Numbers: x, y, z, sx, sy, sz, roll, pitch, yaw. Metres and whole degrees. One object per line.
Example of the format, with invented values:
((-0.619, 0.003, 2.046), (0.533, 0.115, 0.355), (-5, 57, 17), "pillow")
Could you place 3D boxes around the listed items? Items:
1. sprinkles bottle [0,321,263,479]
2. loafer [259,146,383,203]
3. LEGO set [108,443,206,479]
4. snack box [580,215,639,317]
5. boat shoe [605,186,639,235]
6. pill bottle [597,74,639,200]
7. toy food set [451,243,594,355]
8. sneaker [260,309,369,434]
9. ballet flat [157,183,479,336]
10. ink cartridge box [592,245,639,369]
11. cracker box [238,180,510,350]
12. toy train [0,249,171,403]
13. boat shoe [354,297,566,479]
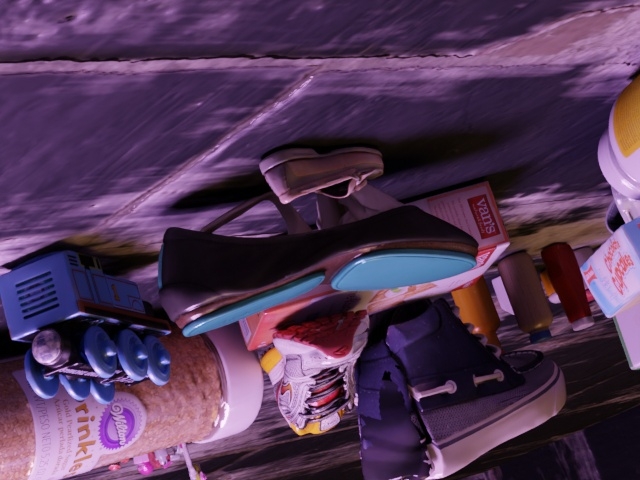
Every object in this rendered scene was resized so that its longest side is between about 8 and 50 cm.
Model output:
((-0.220, 0.153, 1.638), (0.355, 0.121, 0.121), (-10, 165, -42), "sprinkles bottle")
((0.004, -0.046, 1.356), (0.045, 0.039, 0.125), (-30, 162, 38), "loafer")
((-0.205, 0.247, 2.094), (0.132, 0.107, 0.287), (-22, 166, 15), "LEGO set")
((0.391, -0.040, 1.555), (0.322, 0.060, 0.187), (-26, 170, -8), "snack box")
((0.323, -0.031, 1.790), (0.081, 0.079, 0.227), (-12, 163, 10), "boat shoe")
((0.288, -0.096, 1.401), (0.103, 0.103, 0.184), (-13, 166, -22), "pill bottle")
((0.251, 0.072, 2.014), (0.111, 0.104, 0.232), (-27, 164, 31), "toy food set")
((0.005, 0.121, 1.622), (0.088, 0.093, 0.225), (-15, 168, -10), "sneaker")
((0.000, 0.000, 1.410), (0.280, 0.096, 0.095), (-11, 166, -32), "ballet flat")
((0.420, 0.069, 2.131), (0.087, 0.153, 0.208), (-26, 164, 30), "ink cartridge box")
((0.041, 0.025, 1.631), (0.232, 0.067, 0.156), (-17, 167, -11), "cracker box")
((-0.181, 0.069, 1.425), (0.080, 0.105, 0.184), (-19, 167, 17), "toy train")
((0.140, 0.120, 1.787), (0.127, 0.158, 0.340), (-9, -173, 30), "boat shoe")
